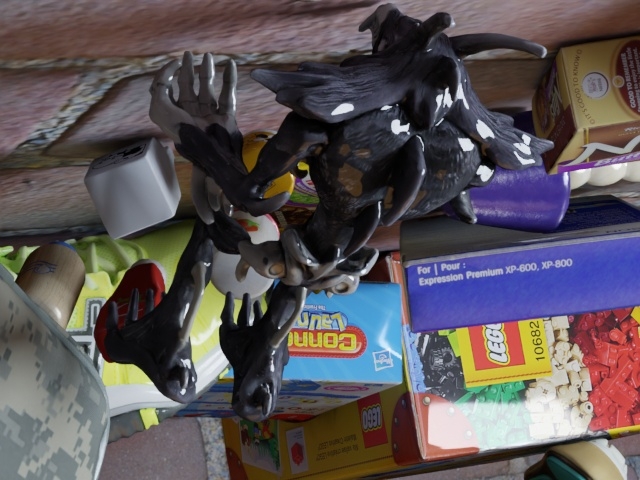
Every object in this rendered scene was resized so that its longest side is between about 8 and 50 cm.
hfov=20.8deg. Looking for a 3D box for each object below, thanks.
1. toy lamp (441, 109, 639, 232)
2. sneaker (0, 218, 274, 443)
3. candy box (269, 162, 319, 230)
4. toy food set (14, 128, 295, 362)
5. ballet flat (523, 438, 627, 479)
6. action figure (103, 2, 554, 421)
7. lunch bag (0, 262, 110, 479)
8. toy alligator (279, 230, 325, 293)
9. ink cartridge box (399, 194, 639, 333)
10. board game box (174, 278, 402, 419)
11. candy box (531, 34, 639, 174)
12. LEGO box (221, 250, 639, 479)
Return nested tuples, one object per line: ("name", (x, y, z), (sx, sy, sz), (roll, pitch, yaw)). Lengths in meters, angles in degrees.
("toy lamp", (0.206, -0.050, 1.103), (0.274, 0.080, 0.080), (-6, 170, -16))
("sneaker", (-0.203, 0.061, 1.182), (0.384, 0.147, 0.145), (-25, -147, -20))
("candy box", (0.006, -0.040, 1.131), (0.105, 0.027, 0.206), (-12, 171, 2))
("toy food set", (-0.113, -0.004, 1.040), (0.232, 0.111, 0.104), (-21, -160, 10))
("ballet flat", (0.244, 0.214, 1.629), (0.073, 0.080, 0.232), (-36, 178, -12))
("action figure", (-0.006, -0.036, 0.837), (0.164, 0.141, 0.276), (8, 137, -35))
("lunch bag", (-0.294, 0.094, 0.919), (0.256, 0.212, 0.305), (5, 153, 30))
("toy alligator", (0.000, 0.000, 1.291), (0.051, 0.056, 0.189), (-49, -178, -10))
("ink cartridge box", (0.145, 0.013, 1.234), (0.176, 0.069, 0.371), (-7, -178, 3))
("board game box", (-0.118, 0.098, 1.536), (0.302, 0.086, 0.308), (3, 168, -16))
("candy box", (0.220, -0.085, 0.984), (0.186, 0.053, 0.109), (-10, 170, -4))
("LEGO box", (0.148, 0.137, 1.825), (0.372, 0.193, 0.500), (-5, 170, -23))
